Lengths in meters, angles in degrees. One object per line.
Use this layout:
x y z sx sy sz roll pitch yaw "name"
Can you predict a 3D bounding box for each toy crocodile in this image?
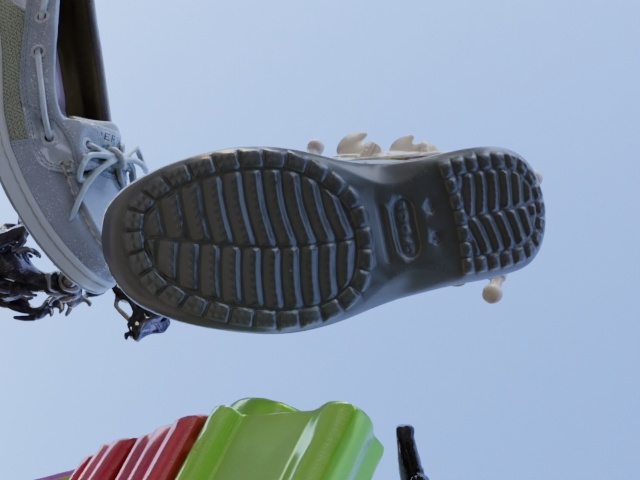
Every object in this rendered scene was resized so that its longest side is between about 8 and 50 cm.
-0.082 0.139 0.644 0.340 0.105 0.115 -31 -155 57 "toy crocodile"

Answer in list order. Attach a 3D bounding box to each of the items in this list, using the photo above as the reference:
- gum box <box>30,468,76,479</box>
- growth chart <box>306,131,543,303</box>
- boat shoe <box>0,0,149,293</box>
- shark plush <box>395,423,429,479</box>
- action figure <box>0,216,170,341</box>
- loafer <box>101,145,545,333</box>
-0.235 0.285 1.305 0.062 0.188 0.107 116 -41 -63 "gum box"
0.065 -0.028 1.095 0.237 0.021 0.172 8 -134 28 "growth chart"
-0.204 -0.116 1.060 0.103 0.118 0.320 -21 -108 14 "boat shoe"
0.054 0.200 0.824 0.067 0.073 0.161 -4 -76 57 "shark plush"
-0.299 0.024 1.521 0.275 0.141 0.164 15 -51 3 "action figure"
0.000 0.000 0.693 0.087 0.251 0.094 -12 -98 60 "loafer"
